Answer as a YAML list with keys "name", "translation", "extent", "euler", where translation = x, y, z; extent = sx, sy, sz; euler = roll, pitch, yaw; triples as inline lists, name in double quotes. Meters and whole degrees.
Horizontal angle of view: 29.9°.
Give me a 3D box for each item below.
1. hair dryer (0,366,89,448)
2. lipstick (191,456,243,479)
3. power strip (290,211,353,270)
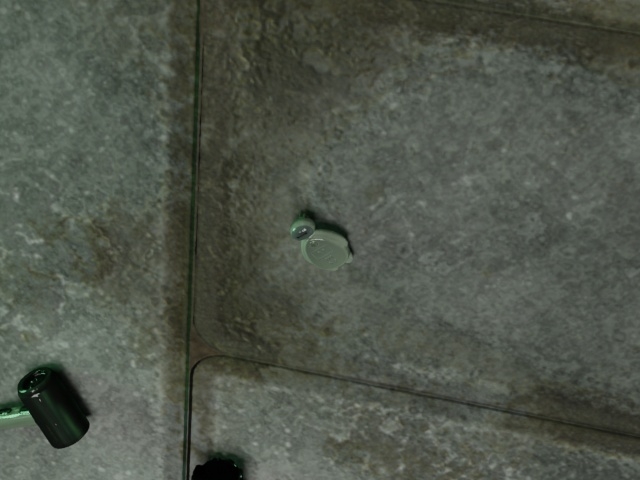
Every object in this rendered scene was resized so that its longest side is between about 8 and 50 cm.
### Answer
- name: "hair dryer"
  translation: [-0.403, 0.228, 1.573]
  extent: [0.198, 0.057, 0.100]
  euler: [-14, 118, 28]
- name: "lipstick"
  translation: [-0.133, 0.465, 1.650]
  extent: [0.077, 0.077, 0.418]
  euler: [6, 126, 9]
- name: "power strip"
  translation: [0.000, 0.000, 1.336]
  extent: [0.055, 0.035, 0.083]
  euler: [-30, 125, 29]
